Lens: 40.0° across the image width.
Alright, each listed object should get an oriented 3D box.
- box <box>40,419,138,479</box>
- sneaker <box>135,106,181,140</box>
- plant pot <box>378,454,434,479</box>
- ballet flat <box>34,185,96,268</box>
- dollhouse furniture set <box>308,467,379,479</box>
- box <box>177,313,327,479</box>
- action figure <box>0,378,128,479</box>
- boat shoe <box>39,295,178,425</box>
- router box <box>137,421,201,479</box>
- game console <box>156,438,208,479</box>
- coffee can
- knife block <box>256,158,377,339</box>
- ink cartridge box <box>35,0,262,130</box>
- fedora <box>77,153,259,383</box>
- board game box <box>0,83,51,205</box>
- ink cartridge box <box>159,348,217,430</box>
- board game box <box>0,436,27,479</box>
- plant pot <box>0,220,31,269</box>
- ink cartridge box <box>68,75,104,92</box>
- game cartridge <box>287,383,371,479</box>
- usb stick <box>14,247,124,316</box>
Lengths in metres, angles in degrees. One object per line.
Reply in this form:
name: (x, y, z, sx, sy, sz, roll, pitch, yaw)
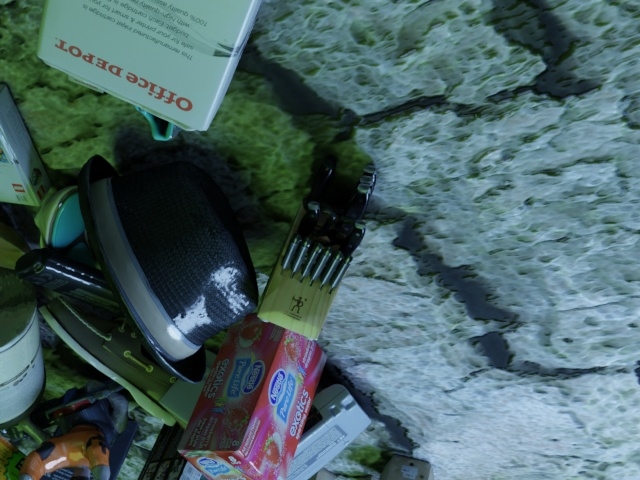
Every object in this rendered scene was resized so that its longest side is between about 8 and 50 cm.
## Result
box: (-0.486, 0.454, 1.802, 0.153, 0.207, 0.108, 24, 141, -3)
sneaker: (-0.197, -0.188, 1.042, 0.064, 0.076, 0.167, -1, 136, 22)
plant pot: (0.159, 0.465, 1.638, 0.108, 0.109, 0.096, 12, 128, 9)
ballet flat: (-0.397, -0.011, 1.336, 0.086, 0.086, 0.248, 17, 142, 3)
dollhouse furniture set: (0.067, 0.639, 1.817, 0.355, 0.174, 0.303, 38, 138, -21)
box: (-0.100, 0.249, 1.366, 0.122, 0.257, 0.128, -9, 133, 32)
action figure: (-0.486, 0.391, 1.638, 0.341, 0.330, 0.179, -18, 108, 12)
boat shoe: (-0.342, 0.194, 1.531, 0.324, 0.097, 0.116, 46, 175, -24)
router box: (-0.266, 0.400, 1.672, 0.133, 0.179, 0.046, -18, 126, 38)
game console: (-0.271, 0.456, 1.817, 0.085, 0.124, 0.144, 11, 150, -34)
coffee can: (-0.591, 0.185, 1.538, 0.201, 0.202, 0.275, 19, 141, 1)
knife block: (0.000, 0.000, 1.192, 0.088, 0.242, 0.276, 23, -174, -3)
ink cartridge box: (-0.151, -0.271, 0.871, 0.197, 0.114, 0.273, 25, 132, -6)
fedora: (-0.181, 0.017, 1.170, 0.152, 0.334, 0.334, -25, 130, 4)
board game box: (-0.558, -0.148, 1.255, 0.305, 0.053, 0.193, 8, 141, 13)
ink cartridge box: (-0.166, 0.303, 1.531, 0.128, 0.127, 0.176, 20, 150, 45)
board game box: (-0.862, 0.472, 1.781, 0.356, 0.356, 0.357, 13, 146, 43)
plant pot: (-0.556, -0.019, 1.376, 0.236, 0.032, 0.236, 18, 160, 7)
ink cartridge box: (-0.283, -0.215, 1.084, 0.048, 0.028, 0.083, 21, 141, -1)
game cartridge: (-0.053, 0.364, 1.474, 0.062, 0.297, 0.198, 51, 176, 22)
usb stick: (-0.339, 0.077, 1.364, 0.077, 0.045, 0.278, -19, 149, 34)
